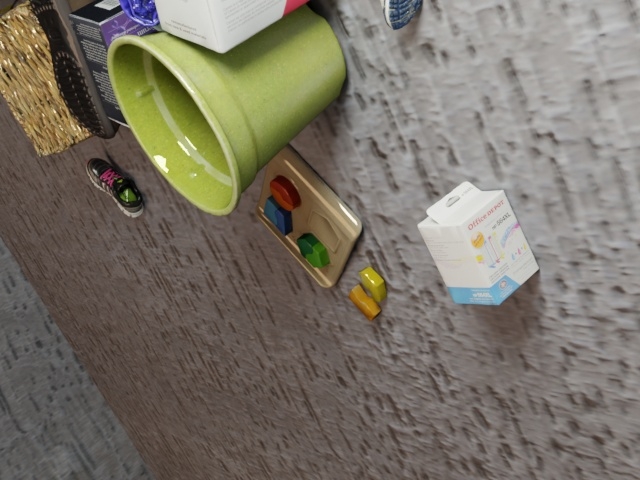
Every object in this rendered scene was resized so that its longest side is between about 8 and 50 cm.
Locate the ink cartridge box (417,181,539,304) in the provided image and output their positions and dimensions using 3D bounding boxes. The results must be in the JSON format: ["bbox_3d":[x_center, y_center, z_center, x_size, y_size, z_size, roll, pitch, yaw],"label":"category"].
[{"bbox_3d":[0.207,0.001,1.305,0.090,0.092,0.143,0,122,57],"label":"ink cartridge box"}]

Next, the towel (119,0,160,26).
[{"bbox_3d":[-0.252,-0.426,1.344,0.308,0.076,0.228,-110,20,-69],"label":"towel"}]

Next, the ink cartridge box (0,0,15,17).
[{"bbox_3d":[-0.792,-0.602,2.097,0.279,0.160,0.384,59,152,-10],"label":"ink cartridge box"}]

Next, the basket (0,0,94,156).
[{"bbox_3d":[-0.529,-0.364,2.035,0.213,0.223,0.299,-20,107,27],"label":"basket"}]

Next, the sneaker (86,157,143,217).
[{"bbox_3d":[-0.466,-0.130,2.241,0.170,0.063,0.075,48,153,0],"label":"sneaker"}]

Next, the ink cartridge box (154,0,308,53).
[{"bbox_3d":[-0.108,-0.417,1.172,0.131,0.226,0.306,27,142,39],"label":"ink cartridge box"}]

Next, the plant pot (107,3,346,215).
[{"bbox_3d":[-0.112,-0.217,1.370,0.276,0.254,0.276,41,153,26],"label":"plant pot"}]

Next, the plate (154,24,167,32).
[{"bbox_3d":[-0.220,-0.330,1.523,0.188,0.188,0.024,36,105,30],"label":"plate"}]

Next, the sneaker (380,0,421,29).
[{"bbox_3d":[0.085,-0.323,1.180,0.058,0.052,0.135,38,143,47],"label":"sneaker"}]

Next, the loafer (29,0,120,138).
[{"bbox_3d":[-0.431,-0.367,1.835,0.133,0.130,0.366,18,130,45],"label":"loafer"}]

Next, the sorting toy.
[{"bbox_3d":[0.000,0.000,1.682,0.307,0.041,0.229,47,152,13],"label":"sorting toy"}]

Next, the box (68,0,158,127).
[{"bbox_3d":[-0.314,-0.320,1.685,0.108,0.153,0.207,24,142,43],"label":"box"}]
